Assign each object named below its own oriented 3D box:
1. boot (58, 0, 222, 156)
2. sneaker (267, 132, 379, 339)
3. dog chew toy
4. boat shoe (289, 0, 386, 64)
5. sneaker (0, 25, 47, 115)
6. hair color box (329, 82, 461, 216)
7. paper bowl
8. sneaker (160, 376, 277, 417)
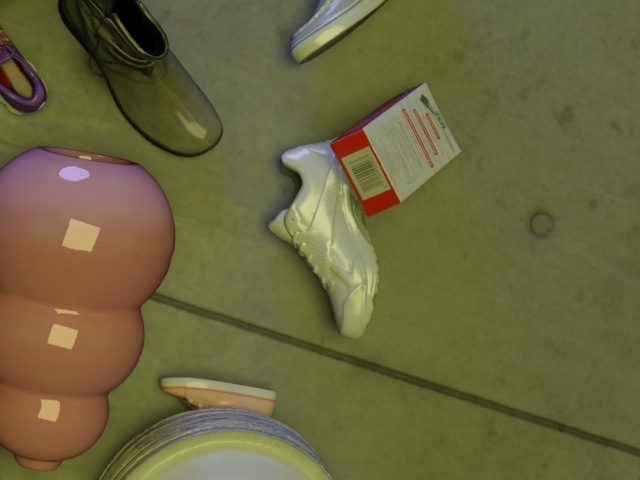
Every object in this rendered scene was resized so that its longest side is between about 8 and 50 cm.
[{"bbox_3d":[-0.187,-0.188,1.686,0.083,0.161,0.246,-43,101,-11],"label":"boot"},{"bbox_3d":[0.000,0.000,1.792,0.115,0.090,0.232,-7,84,-9],"label":"sneaker"},{"bbox_3d":[-0.267,0.074,1.655,0.207,0.206,0.331,8,96,-16],"label":"dog chew toy"},{"bbox_3d":[0.036,-0.290,1.801,0.227,0.079,0.081,-43,92,-16],"label":"boat shoe"},{"bbox_3d":[-0.350,-0.205,1.687,0.170,0.071,0.068,43,79,-11],"label":"sneaker"},{"bbox_3d":[0.085,-0.103,1.775,0.167,0.053,0.093,-38,103,-53],"label":"hair color box"},{"bbox_3d":[-0.103,0.331,1.701,0.284,0.148,0.284,-2,101,-13],"label":"paper bowl"},{"bbox_3d":[-0.116,0.190,1.769,0.134,0.051,0.070,13,82,-20],"label":"sneaker"}]
